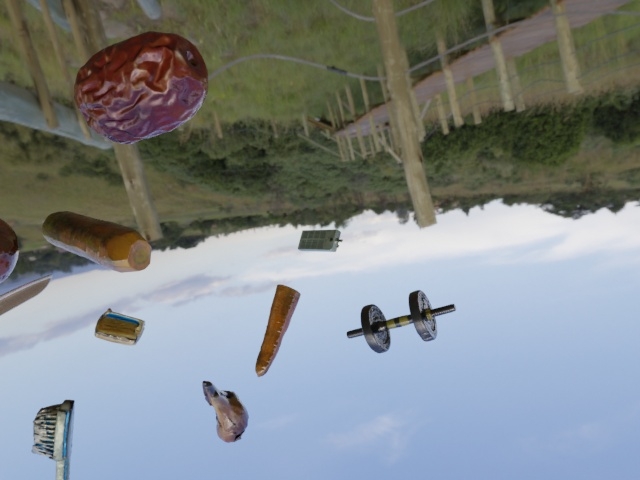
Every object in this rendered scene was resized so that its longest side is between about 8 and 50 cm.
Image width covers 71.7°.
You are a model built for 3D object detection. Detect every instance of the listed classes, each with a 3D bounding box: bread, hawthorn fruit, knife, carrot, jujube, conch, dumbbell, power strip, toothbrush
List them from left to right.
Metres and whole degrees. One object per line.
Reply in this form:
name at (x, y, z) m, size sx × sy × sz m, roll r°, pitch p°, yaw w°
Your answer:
hawthorn fruit at (-0.681, 0.042, 0.868) m, size 0.149 × 0.188 × 0.149 m, roll 19°, pitch -169°, yaw -4°
knife at (-0.656, 0.142, 0.880) m, size 0.022 × 0.046 × 0.256 m, roll 28°, pitch -136°, yaw 24°
toothbrush at (-0.226, 0.261, 0.368) m, size 0.028 × 0.293 × 0.026 m, roll 7°, pitch -166°, yaw -14°
carrot at (-0.553, 0.002, 1.104) m, size 0.302 × 0.113 × 0.114 m, roll 15°, pitch -162°, yaw 25°
bread at (-0.488, 0.215, 1.075) m, size 0.106 × 0.072 × 0.053 m, roll 17°, pitch 146°, yaw -5°
jujube at (-0.323, -0.272, 0.801) m, size 0.251 × 0.174 × 0.174 m, roll -17°, pitch -176°, yaw 20°
conch at (-0.211, 0.386, 1.009) m, size 0.080 × 0.232 × 0.086 m, roll -24°, pitch -154°, yaw -29°
carrot at (-0.103, 0.206, 1.001) m, size 0.061 × 0.209 × 0.061 m, roll 16°, pitch 158°, yaw 6°
power strip at (0.000, 0.000, 0.966) m, size 0.019 × 0.050 × 0.136 m, roll 26°, pitch 164°, yaw -38°
dumbbell at (0.220, 0.230, 1.246) m, size 0.326 × 0.143 × 0.143 m, roll -21°, pitch -178°, yaw 24°
